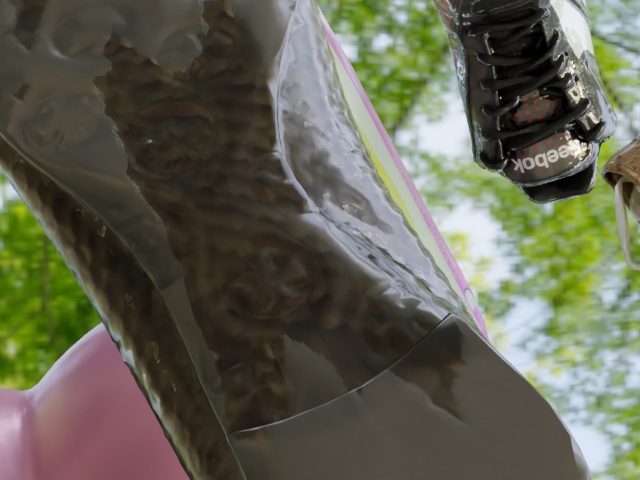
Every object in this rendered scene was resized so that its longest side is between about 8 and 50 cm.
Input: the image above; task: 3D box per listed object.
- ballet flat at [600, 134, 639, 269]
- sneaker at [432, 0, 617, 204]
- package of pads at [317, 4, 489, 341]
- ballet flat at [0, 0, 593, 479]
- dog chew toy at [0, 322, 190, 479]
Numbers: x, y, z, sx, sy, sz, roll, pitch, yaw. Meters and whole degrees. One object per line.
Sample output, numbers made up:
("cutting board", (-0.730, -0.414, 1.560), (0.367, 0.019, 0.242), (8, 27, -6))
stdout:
("ballet flat", (0.258, 0.022, 1.331), (0.067, 0.073, 0.206), (-20, -108, -7))
("sneaker", (0.127, -0.113, 1.150), (0.097, 0.276, 0.135), (-15, -120, 7))
("package of pads", (0.000, 0.000, 0.995), (0.101, 0.229, 0.297), (-26, -72, 11))
("ballet flat", (-0.015, -0.002, 0.388), (0.250, 0.084, 0.058), (57, -13, 39))
("dog chew toy", (-0.104, 0.135, 0.674), (0.331, 0.206, 0.207), (-14, -100, -3))
